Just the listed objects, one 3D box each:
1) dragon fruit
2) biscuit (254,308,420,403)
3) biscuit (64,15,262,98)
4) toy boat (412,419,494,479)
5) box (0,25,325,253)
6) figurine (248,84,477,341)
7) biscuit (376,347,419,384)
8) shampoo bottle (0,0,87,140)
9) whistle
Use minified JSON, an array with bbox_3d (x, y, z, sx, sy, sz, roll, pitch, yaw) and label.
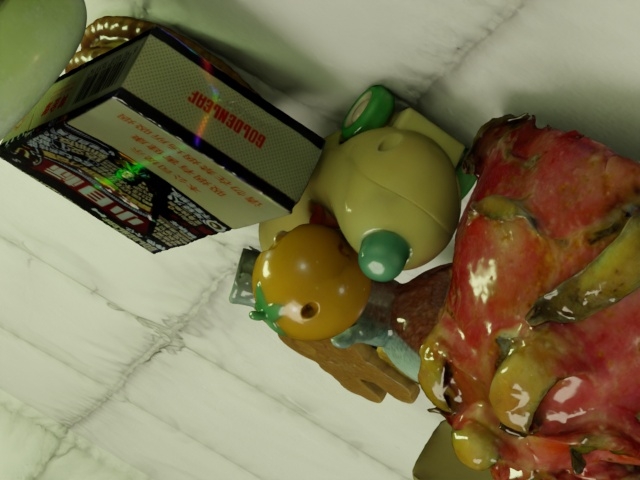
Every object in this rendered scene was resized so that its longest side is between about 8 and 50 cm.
[{"bbox_3d":[0.203,0.085,1.483,0.296,0.263,0.314,46,172,-37],"label":"dragon fruit"},{"bbox_3d":[0.015,0.133,2.297,0.236,0.040,0.144,40,151,-24],"label":"biscuit"},{"bbox_3d":[-0.151,-0.137,1.822,0.220,0.066,0.220,25,161,9],"label":"biscuit"},{"bbox_3d":[0.211,0.304,2.334,0.188,0.116,0.061,19,151,29],"label":"toy boat"},{"bbox_3d":[-0.157,-0.087,1.727,0.198,0.084,0.310,33,158,-21],"label":"box"},{"bbox_3d":[0.020,-0.006,1.679,0.124,0.222,0.324,33,159,-17],"label":"figurine"},{"bbox_3d":[0.163,0.153,2.156,0.118,0.029,0.247,40,158,-29],"label":"biscuit"},{"bbox_3d":[-0.388,-0.212,1.580,0.317,0.322,0.322,43,157,-20],"label":"shampoo bottle"},{"bbox_3d":[0.082,0.075,1.860,0.346,0.142,0.134,15,151,-3],"label":"whistle"}]
